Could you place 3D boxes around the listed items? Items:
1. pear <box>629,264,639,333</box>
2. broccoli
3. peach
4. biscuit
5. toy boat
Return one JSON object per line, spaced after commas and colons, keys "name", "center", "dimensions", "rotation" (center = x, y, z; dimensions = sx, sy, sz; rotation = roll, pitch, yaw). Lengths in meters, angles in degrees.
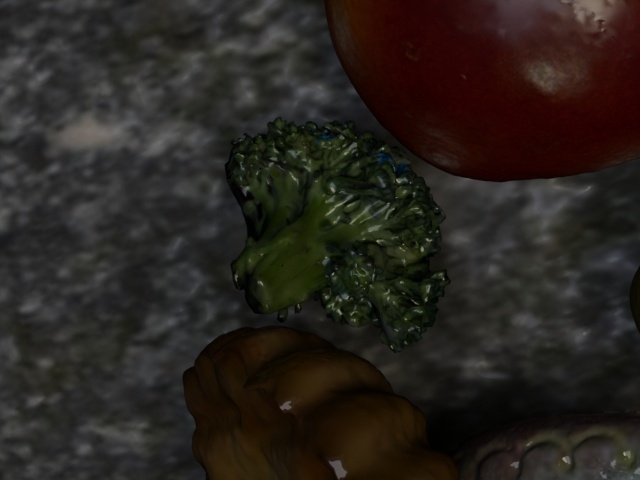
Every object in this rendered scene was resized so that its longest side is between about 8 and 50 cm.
{"name": "pear", "center": [0.294, 0.048, 0.689], "dimensions": [0.211, 0.228, 0.188], "rotation": [45, 74, 4]}
{"name": "broccoli", "center": [0.000, 0.000, 0.824], "dimensions": [0.155, 0.160, 0.167], "rotation": [-7, 107, 49]}
{"name": "peach", "center": [0.121, -0.137, 0.734], "dimensions": [0.244, 0.199, 0.243], "rotation": [7, 111, 20]}
{"name": "biscuit", "center": [0.019, 0.202, 0.801], "dimensions": [0.107, 0.326, 0.325], "rotation": [-19, 91, -22]}
{"name": "toy boat", "center": [0.158, 0.184, 0.783], "dimensions": [0.227, 0.085, 0.155], "rotation": [-17, 126, 41]}
